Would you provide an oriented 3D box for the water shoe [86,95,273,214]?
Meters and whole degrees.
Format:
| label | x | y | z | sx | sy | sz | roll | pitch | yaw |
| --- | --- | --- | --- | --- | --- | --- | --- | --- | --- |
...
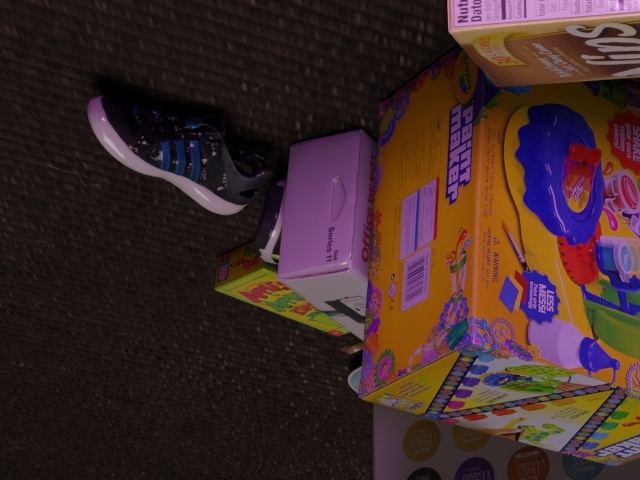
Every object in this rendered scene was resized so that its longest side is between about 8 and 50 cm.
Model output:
| label | x | y | z | sx | sy | sz | roll | pitch | yaw |
| --- | --- | --- | --- | --- | --- | --- | --- | --- | --- |
| water shoe | -0.130 | -0.097 | 1.562 | 0.080 | 0.073 | 0.203 | -40 | 136 | 22 |

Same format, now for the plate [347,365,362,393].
| label | x | y | z | sx | sy | sz | roll | pitch | yaw |
| --- | --- | --- | --- | --- | --- | --- | --- | --- | --- |
| plate | 0.130 | 0.179 | 2.148 | 0.188 | 0.024 | 0.188 | 5 | 155 | 2 |

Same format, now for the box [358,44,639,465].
| label | x | y | z | sx | sy | sz | roll | pitch | yaw |
| --- | --- | --- | --- | --- | --- | --- | --- | --- | --- |
| box | 0.203 | 0.014 | 1.445 | 0.279 | 0.290 | 0.177 | 17 | 153 | -26 |

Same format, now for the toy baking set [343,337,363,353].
| label | x | y | z | sx | sy | sz | roll | pitch | yaw |
| --- | --- | --- | --- | --- | --- | --- | --- | --- | --- |
| toy baking set | 0.134 | 0.078 | 1.794 | 0.256 | 0.030 | 0.197 | -26 | 180 | 42 |

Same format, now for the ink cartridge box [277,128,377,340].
| label | x | y | z | sx | sy | sz | roll | pitch | yaw |
| --- | --- | --- | --- | --- | --- | --- | --- | --- | --- |
| ink cartridge box | 0.051 | 0.005 | 1.626 | 0.087 | 0.153 | 0.208 | -10 | 150 | 30 |

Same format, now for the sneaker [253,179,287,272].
| label | x | y | z | sx | sy | sz | roll | pitch | yaw |
| --- | --- | --- | --- | --- | --- | --- | --- | --- | --- |
| sneaker | 0.000 | 0.000 | 1.704 | 0.097 | 0.084 | 0.234 | 11 | 168 | 15 |

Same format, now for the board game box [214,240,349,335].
| label | x | y | z | sx | sy | sz | roll | pitch | yaw |
| --- | --- | --- | --- | --- | --- | --- | --- | --- | --- |
| board game box | -0.019 | 0.054 | 1.876 | 0.181 | 0.043 | 0.092 | 22 | 151 | -33 |

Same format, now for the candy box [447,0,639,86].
| label | x | y | z | sx | sy | sz | roll | pitch | yaw |
| --- | --- | --- | --- | --- | --- | --- | --- | --- | --- |
| candy box | 0.264 | -0.180 | 1.200 | 0.316 | 0.087 | 0.183 | -3 | 171 | 17 |

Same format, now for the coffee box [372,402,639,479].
| label | x | y | z | sx | sy | sz | roll | pitch | yaw |
| --- | --- | --- | --- | --- | --- | --- | --- | --- | --- |
| coffee box | 0.289 | 0.282 | 1.937 | 0.338 | 0.334 | 0.338 | -16 | 148 | 29 |
